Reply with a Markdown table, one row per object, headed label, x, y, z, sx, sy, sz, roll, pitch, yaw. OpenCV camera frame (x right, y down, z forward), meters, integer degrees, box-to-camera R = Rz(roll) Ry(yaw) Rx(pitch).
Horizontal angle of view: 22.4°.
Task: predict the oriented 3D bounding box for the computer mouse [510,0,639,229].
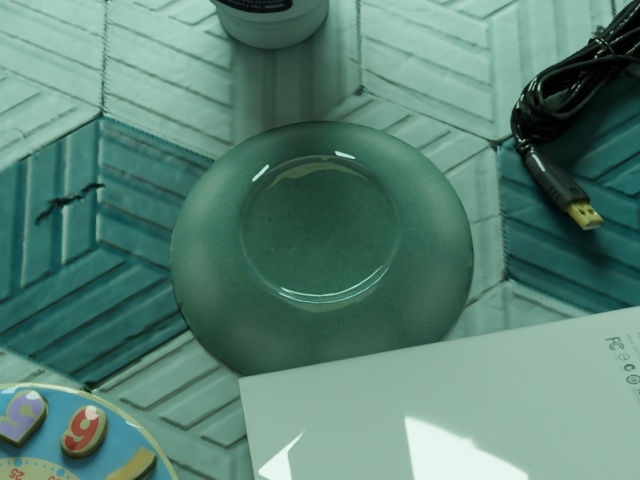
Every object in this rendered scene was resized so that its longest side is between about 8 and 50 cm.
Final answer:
| label | x | y | z | sx | sy | sz | roll | pitch | yaw |
| --- | --- | --- | --- | --- | --- | --- | --- | --- | --- |
| computer mouse | 0.245 | -0.051 | 1.023 | 0.184 | 0.060 | 0.262 | -33 | 67 | -15 |

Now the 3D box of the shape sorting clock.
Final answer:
| label | x | y | z | sx | sy | sz | roll | pitch | yaw |
| --- | --- | --- | --- | --- | --- | --- | --- | --- | --- |
| shape sorting clock | -0.178 | 0.176 | 0.937 | 0.206 | 0.040 | 0.206 | -1 | 64 | 1 |

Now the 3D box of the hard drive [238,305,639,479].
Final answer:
| label | x | y | z | sx | sy | sz | roll | pitch | yaw |
| --- | --- | --- | --- | --- | --- | --- | --- | --- | --- |
| hard drive | 0.123 | 0.121 | 0.901 | 0.319 | 0.040 | 0.210 | -10 | 33 | -3 |

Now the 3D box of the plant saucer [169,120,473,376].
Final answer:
| label | x | y | z | sx | sy | sz | roll | pitch | yaw |
| --- | --- | --- | --- | --- | --- | --- | --- | --- | --- |
| plant saucer | 0.000 | 0.000 | 1.020 | 0.195 | 0.037 | 0.195 | -1 | 65 | 2 |

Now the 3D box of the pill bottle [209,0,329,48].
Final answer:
| label | x | y | z | sx | sy | sz | roll | pitch | yaw |
| --- | --- | --- | --- | --- | --- | --- | --- | --- | --- |
| pill bottle | -0.036 | -0.208 | 1.036 | 0.108 | 0.193 | 0.108 | -1 | 63 | 1 |
